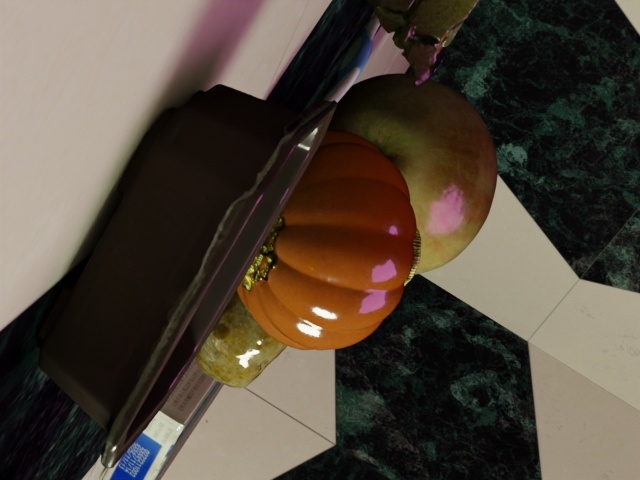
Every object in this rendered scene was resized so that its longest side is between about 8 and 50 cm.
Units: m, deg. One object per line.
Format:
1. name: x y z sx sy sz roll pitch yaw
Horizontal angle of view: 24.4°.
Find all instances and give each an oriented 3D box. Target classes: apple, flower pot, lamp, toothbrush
1. apple: 0.088 -0.084 1.831 0.256 0.257 0.234 -58 151 4
2. flower pot: -0.093 0.007 0.924 0.250 0.084 0.179 -60 177 19
3. lamp: 0.000 0.000 1.472 0.223 0.197 0.223 -24 -118 59
4. toothbrush: 0.034 -0.201 1.668 0.386 0.040 0.040 -52 175 -36

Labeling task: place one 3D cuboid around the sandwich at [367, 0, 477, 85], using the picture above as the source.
1. sandwich: 0.143 -0.316 1.520 0.292 0.109 0.212 -56 -175 14

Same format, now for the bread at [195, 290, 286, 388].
1. bread: -0.067 0.067 1.728 0.230 0.123 0.230 -49 179 -1

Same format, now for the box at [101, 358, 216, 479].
1. box: -0.171 0.187 2.004 0.200 0.065 0.343 -59 178 40
